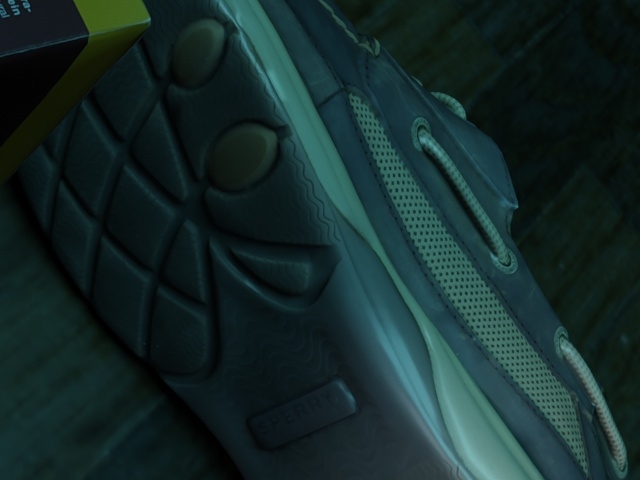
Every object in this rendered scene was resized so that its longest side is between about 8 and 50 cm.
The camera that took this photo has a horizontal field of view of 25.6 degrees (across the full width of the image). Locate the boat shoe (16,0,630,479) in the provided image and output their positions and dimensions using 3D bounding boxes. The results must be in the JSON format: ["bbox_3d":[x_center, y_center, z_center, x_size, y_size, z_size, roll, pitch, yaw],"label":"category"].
[{"bbox_3d":[0.000,0.000,0.528,0.130,0.132,0.355,-38,102,-51],"label":"boat shoe"}]

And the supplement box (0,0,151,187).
[{"bbox_3d":[-0.185,-0.047,0.355,0.194,0.191,0.129,-22,82,-40],"label":"supplement box"}]
